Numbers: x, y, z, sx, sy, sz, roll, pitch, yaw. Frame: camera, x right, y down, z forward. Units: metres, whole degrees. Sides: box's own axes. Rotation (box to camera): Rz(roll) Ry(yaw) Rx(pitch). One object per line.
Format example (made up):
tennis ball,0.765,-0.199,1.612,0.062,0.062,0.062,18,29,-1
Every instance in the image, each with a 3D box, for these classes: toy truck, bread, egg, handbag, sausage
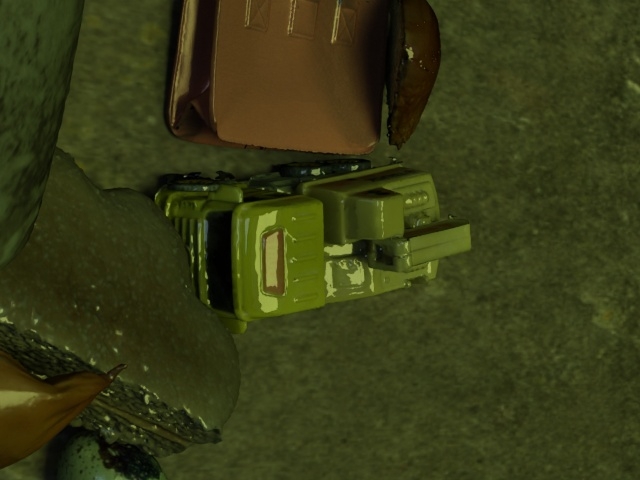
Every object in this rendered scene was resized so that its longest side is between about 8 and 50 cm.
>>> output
toy truck,0.000,0.000,1.502,0.272,0.157,0.124,-9,101,-46
bread,-0.189,0.030,1.327,0.337,0.102,0.183,30,57,-38
egg,-0.163,0.195,1.410,0.085,0.085,0.110,-37,112,-37
bread,0.079,-0.157,1.587,0.044,0.129,0.126,3,128,-8
handbag,-0.031,-0.154,1.523,0.212,0.059,0.157,1,95,-47
sausage,-0.286,0.113,1.190,0.328,0.112,0.112,0,95,-23

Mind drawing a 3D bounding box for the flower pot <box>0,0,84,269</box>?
flower pot,-0.278,-0.149,1.088,0.293,0.293,0.330,-29,140,-40
